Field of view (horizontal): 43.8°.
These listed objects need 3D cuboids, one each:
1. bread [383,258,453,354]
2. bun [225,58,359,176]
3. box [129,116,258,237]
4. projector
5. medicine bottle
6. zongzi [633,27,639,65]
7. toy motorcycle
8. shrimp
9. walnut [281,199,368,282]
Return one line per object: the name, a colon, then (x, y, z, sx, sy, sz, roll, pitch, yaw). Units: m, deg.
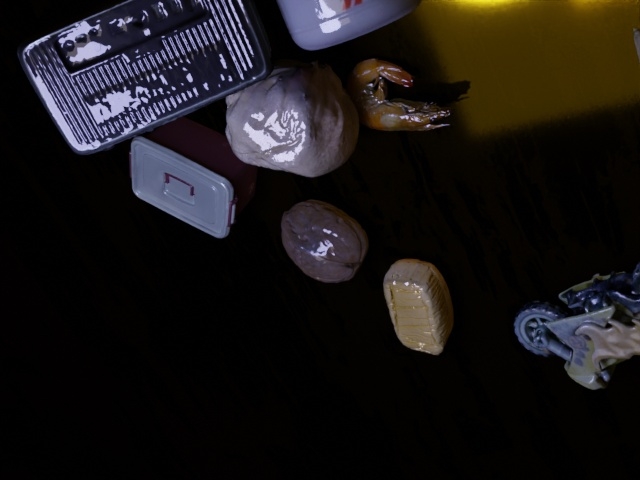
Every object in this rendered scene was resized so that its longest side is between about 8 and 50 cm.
bread: (0.232, 0.150, 1.850, 0.140, 0.106, 0.236, 5, 129, 31)
bun: (-0.055, -0.253, 1.561, 0.281, 0.281, 0.205, 18, 126, 21)
box: (-0.294, -0.163, 1.901, 0.294, 0.167, 0.193, 26, 139, 13)
projector: (-0.303, -0.362, 1.455, 0.395, 0.405, 0.242, -22, 117, 1)
medicine bottle: (0.017, -0.500, 1.327, 0.245, 0.245, 0.306, -8, 114, 39)
zongzi: (0.585, -0.160, 1.330, 0.317, 0.154, 0.289, 48, 146, 20)
toy motorcycle: (0.587, 0.172, 1.573, 0.237, 0.169, 0.410, 46, 138, -10)
shrimp: (0.150, -0.278, 1.567, 0.248, 0.068, 0.150, 19, 132, 29)
walnut: (0.001, -0.001, 1.844, 0.230, 0.178, 0.178, 36, 140, 20)
